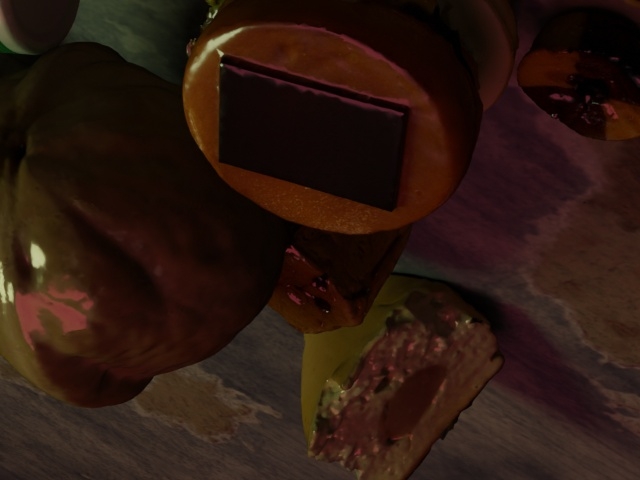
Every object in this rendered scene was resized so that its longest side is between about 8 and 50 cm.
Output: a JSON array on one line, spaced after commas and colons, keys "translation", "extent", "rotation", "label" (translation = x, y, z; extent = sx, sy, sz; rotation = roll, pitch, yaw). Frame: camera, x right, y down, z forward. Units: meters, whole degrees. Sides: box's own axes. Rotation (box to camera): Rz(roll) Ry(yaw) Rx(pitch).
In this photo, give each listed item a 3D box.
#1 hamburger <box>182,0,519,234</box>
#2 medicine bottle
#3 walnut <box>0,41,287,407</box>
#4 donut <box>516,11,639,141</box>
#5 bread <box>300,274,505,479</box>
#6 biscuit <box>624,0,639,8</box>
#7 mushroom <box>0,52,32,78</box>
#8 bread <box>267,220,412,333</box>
[{"translation": [0.026, -0.159, 1.602], "extent": [0.291, 0.225, 0.291], "rotation": [14, 145, 10], "label": "hamburger"}, {"translation": [-0.382, -0.255, 1.831], "extent": [0.274, 0.133, 0.133], "rotation": [7, 149, 27], "label": "medicine bottle"}, {"translation": [-0.218, -0.016, 1.806], "extent": [0.381, 0.381, 0.381], "rotation": [17, 152, 9], "label": "walnut"}, {"translation": [0.246, -0.145, 1.643], "extent": [0.140, 0.059, 0.140], "rotation": [17, 153, 9], "label": "donut"}, {"translation": [0.099, 0.157, 2.144], "extent": [0.184, 0.224, 0.211], "rotation": [33, 144, -31], "label": "bread"}, {"translation": [0.331, -0.292, 1.174], "extent": [0.350, 0.078, 0.455], "rotation": [-17, 149, 9], "label": "biscuit"}, {"translation": [-0.248, -0.077, 2.052], "extent": [0.407, 0.137, 0.154], "rotation": [35, 161, -19], "label": "mushroom"}, {"translation": [0.000, 0.000, 1.988], "extent": [0.149, 0.158, 0.143], "rotation": [37, 154, -29], "label": "bread"}]
